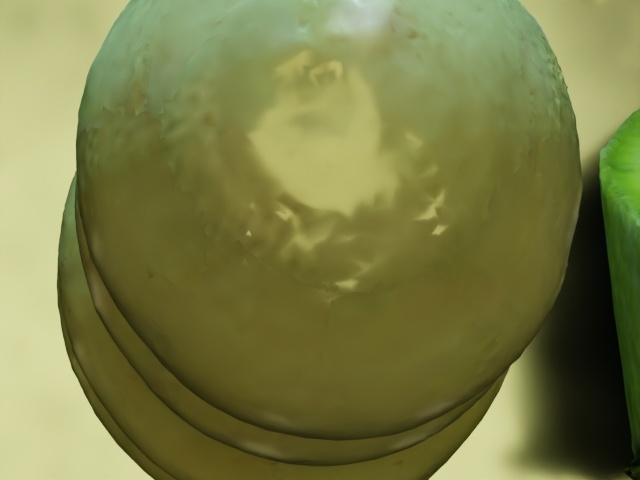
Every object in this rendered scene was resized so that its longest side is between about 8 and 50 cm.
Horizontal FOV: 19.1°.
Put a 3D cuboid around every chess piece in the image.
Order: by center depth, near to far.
[{"bbox_3d":[0.000,0.000,0.457,0.142,0.261,0.143,1,82,-5],"label":"chess piece"}]

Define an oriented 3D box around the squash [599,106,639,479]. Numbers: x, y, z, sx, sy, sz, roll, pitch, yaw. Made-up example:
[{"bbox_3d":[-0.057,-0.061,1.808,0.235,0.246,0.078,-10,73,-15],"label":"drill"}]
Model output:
[{"bbox_3d":[0.180,0.000,0.487,0.220,0.220,0.133,-4,86,-3],"label":"squash"}]
